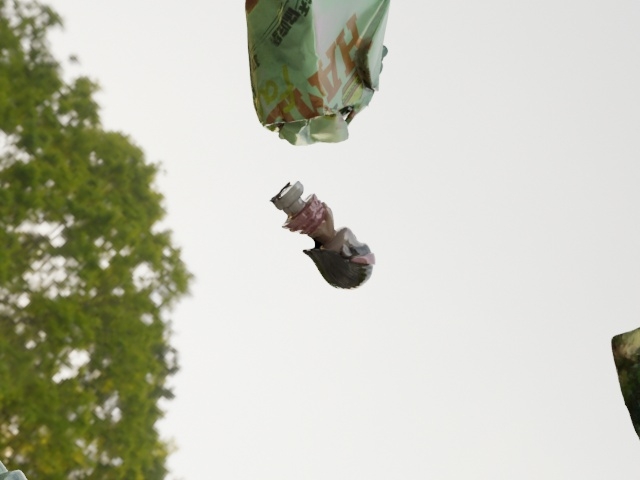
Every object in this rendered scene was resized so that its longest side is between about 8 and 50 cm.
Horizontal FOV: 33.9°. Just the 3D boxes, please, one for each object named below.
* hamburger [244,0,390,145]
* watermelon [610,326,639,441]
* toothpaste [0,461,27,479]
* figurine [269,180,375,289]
[{"bbox_3d":[0.003,-0.215,1.145,0.125,0.235,0.214,9,-68,23],"label":"hamburger"},{"bbox_3d":[0.385,0.133,0.763,0.260,0.176,0.256,-33,-94,49],"label":"watermelon"},{"bbox_3d":[-0.250,0.291,0.965,0.218,0.041,0.064,54,-4,11],"label":"toothpaste"},{"bbox_3d":[0.000,0.000,1.043,0.129,0.054,0.072,44,-22,-11],"label":"figurine"}]
